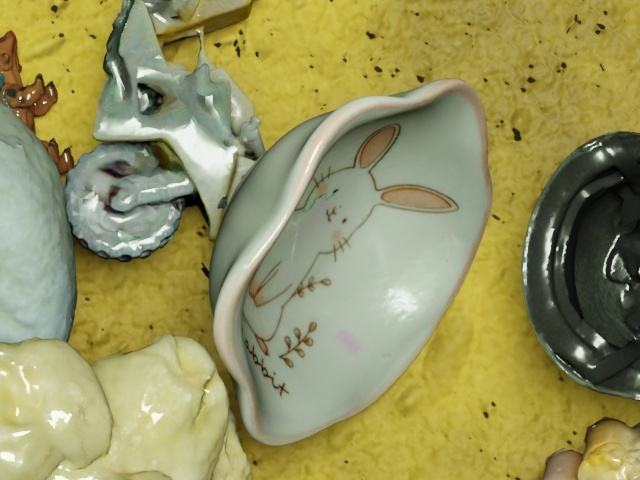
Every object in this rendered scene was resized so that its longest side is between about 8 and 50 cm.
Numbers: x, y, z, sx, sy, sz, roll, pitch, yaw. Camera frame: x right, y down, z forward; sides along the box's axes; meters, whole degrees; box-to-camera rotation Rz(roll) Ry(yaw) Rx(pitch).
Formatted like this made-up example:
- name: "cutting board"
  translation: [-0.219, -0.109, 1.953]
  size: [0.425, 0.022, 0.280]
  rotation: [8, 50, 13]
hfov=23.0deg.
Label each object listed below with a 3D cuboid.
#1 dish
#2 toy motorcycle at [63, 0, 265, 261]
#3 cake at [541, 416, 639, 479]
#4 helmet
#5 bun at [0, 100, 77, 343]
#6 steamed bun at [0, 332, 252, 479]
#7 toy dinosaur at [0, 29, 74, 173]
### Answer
- name: "dish"
  translation: [0.000, 0.000, 0.884]
  size: [0.081, 0.229, 0.229]
  rotation: [31, 92, 32]
- name: "toy motorcycle"
  translation: [-0.071, -0.092, 0.933]
  size: [0.130, 0.094, 0.229]
  rotation: [11, 77, 0]
- name: "cake"
  translation: [0.125, 0.203, 0.909]
  size: [0.225, 0.090, 0.109]
  rotation: [-37, 90, 4]
- name: "helmet"
  translation: [0.199, 0.019, 0.895]
  size: [0.177, 0.107, 0.153]
  rotation: [7, 84, 1]
- name: "bun"
  translation: [-0.297, 0.021, 0.846]
  size: [0.354, 0.354, 0.194]
  rotation: [-30, 47, 3]
- name: "steamed bun"
  translation: [-0.168, 0.181, 0.833]
  size: [0.292, 0.295, 0.137]
  rotation: [-56, 49, 39]
- name: "toy dinosaur"
  translation: [-0.182, -0.058, 0.955]
  size: [0.055, 0.049, 0.154]
  rotation: [-11, 83, 2]
